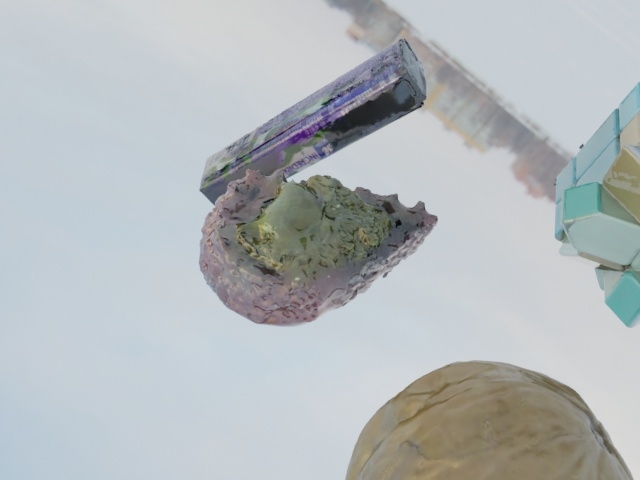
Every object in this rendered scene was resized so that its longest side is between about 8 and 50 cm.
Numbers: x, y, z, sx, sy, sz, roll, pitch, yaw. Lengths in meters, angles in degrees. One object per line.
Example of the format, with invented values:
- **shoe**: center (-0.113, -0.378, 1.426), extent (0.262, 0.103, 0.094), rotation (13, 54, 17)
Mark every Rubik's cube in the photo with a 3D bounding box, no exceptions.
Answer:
- **Rubik's cube**: center (0.376, -0.024, 1.139), extent (0.224, 0.265, 0.213), rotation (23, -135, -8)

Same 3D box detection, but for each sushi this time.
- **sushi**: center (-0.004, 0.015, 1.024), extent (0.241, 0.107, 0.161), rotation (13, -127, -7)

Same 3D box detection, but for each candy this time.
- **candy**: center (-0.013, -0.133, 1.211), extent (0.061, 0.312, 0.088), rotation (50, -153, -26)

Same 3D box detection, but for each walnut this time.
- **walnut**: center (0.124, 0.205, 0.754), extent (0.228, 0.228, 0.228), rotation (37, -167, -10)
